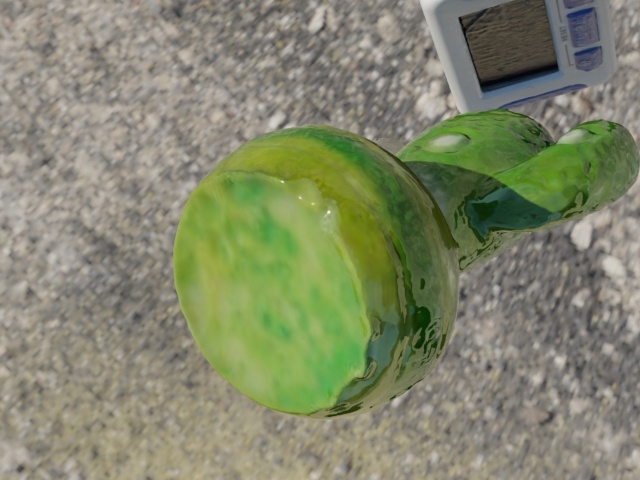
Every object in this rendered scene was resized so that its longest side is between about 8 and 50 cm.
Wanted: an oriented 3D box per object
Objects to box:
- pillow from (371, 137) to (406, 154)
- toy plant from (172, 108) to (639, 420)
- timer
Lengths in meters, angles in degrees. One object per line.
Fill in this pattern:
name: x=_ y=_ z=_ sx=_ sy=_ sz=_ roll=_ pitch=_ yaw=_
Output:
pillow: x=0.000 y=0.000 z=1.366 sx=0.255 sy=0.169 sz=0.059 roll=-44 pitch=129 yaw=5
toy plant: x=0.064 y=-0.009 z=0.940 sx=0.224 sy=0.316 sz=0.184 roll=-13 pitch=97 yaw=46
timer: x=0.200 y=-0.227 z=1.399 sx=0.178 sy=0.078 sz=0.253 roll=-15 pitch=153 yaw=9
